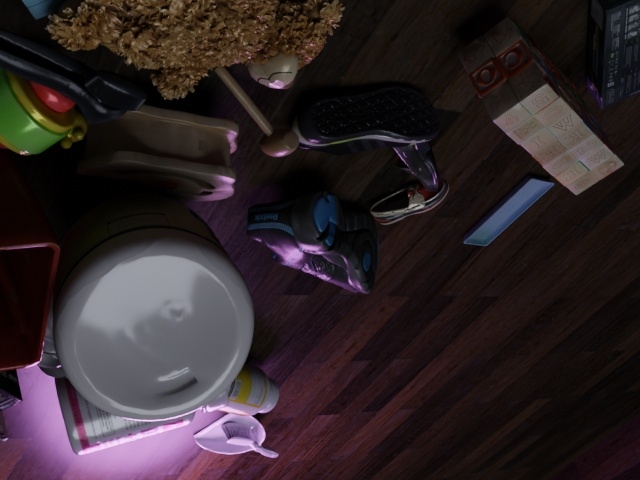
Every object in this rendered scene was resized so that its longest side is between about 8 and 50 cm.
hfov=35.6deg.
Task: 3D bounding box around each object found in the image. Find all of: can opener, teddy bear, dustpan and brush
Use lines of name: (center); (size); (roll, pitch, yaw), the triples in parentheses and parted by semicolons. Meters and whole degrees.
can opener: (-0.282, -0.184, 1.088); (0.186, 0.059, 0.073); (23, 129, -34)
teddy bear: (-0.132, -0.238, 1.118); (0.245, 0.113, 0.338); (-32, 153, 26)
dustpan and brush: (-0.165, 0.453, 2.261); (0.147, 0.060, 0.211); (-34, 147, 19)

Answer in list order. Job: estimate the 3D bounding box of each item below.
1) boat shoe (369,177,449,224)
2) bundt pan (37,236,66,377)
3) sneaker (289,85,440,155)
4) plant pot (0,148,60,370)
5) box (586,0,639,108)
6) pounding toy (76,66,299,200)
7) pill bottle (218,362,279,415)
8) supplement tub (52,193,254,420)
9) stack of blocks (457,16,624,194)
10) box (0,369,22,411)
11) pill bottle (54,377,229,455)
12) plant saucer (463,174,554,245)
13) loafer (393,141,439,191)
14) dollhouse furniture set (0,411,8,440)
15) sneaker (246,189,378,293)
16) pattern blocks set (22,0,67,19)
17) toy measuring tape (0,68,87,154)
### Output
boat shoe: (0.148, -0.069, 1.660); (0.137, 0.049, 0.043); (-25, 147, 14)
bundt pan: (-0.329, 0.118, 1.576); (0.331, 0.124, 0.330); (-15, 149, -9)
sneaker: (0.056, -0.168, 1.438); (0.235, 0.084, 0.097); (-3, 166, -25)
plant pot: (-0.479, 0.003, 1.191); (0.267, 0.235, 0.267); (-5, 145, -25)
box: (0.491, -0.314, 1.477); (0.184, 0.059, 0.232); (-22, 149, 1)
pounding toy: (-0.178, -0.143, 1.317); (0.270, 0.154, 0.154); (8, 168, -26)
pill bottle: (-0.165, 0.291, 1.968); (0.103, 0.103, 0.184); (-34, 147, 20)
supplement tub: (-0.226, 0.069, 1.290); (0.236, 0.325, 0.235); (-4, 105, -14)
stack of blocks: (0.312, -0.200, 1.435); (0.087, 0.171, 0.297); (-35, 146, 21)
box: (-0.612, 0.248, 1.643); (0.180, 0.077, 0.147); (-26, 149, 6)
pill bottle: (-0.317, 0.269, 1.781); (0.283, 0.160, 0.160); (-14, 148, -13)
plant saucer: (0.342, -0.054, 1.831); (0.067, 0.018, 0.192); (7, 138, -39)
loafer: (0.145, -0.131, 1.554); (0.061, 0.062, 0.170); (-17, 140, 9)
dollhouse furniture set: (-0.612, 0.330, 1.768); (0.114, 0.081, 0.091); (7, 138, -39)
sneaker: (0.000, 0.000, 1.639); (0.140, 0.125, 0.341); (-2, 159, 22)
pattern blocks set: (-0.180, -0.344, 1.029); (0.325, 0.026, 0.285); (-18, 154, -9)
toy measuring tape: (-0.370, -0.178, 1.097); (0.121, 0.121, 0.330); (-31, 148, 15)
